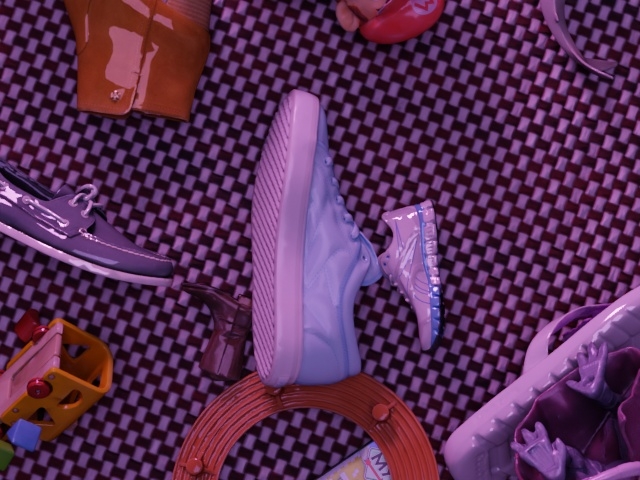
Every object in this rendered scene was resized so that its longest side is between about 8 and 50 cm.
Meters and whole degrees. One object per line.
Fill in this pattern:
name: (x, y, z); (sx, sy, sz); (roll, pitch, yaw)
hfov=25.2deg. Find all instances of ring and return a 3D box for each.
ring: (-0.022, 0.309, 1.742); (0.337, 0.032, 0.336); (-2, 73, 8)

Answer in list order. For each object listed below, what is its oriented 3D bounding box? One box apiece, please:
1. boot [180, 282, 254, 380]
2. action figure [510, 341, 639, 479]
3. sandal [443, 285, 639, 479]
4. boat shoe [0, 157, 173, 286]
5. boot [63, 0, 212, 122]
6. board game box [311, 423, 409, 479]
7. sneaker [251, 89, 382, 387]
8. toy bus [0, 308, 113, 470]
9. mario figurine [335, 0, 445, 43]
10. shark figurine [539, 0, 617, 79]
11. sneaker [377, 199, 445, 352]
boot: (-0.139, 0.116, 1.799); (0.106, 0.037, 0.114); (17, 91, 3)
action figure: (0.389, 0.304, 1.670); (0.248, 0.275, 0.370); (-33, 115, 5)
sandal: (0.314, 0.144, 1.762); (0.416, 0.169, 0.102); (-34, 47, -2)
boat shoe: (-0.320, -0.031, 1.766); (0.320, 0.116, 0.099); (21, 90, 6)
boot: (-0.284, -0.265, 1.785); (0.295, 0.104, 0.211); (14, 86, -4)
board game box: (0.097, 0.416, 1.776); (0.214, 0.046, 0.317); (-34, 87, -2)
sneaker: (0.000, 0.000, 1.775); (0.150, 0.135, 0.365); (4, 87, -21)
toy bus: (-0.340, 0.193, 1.753); (0.104, 0.202, 0.191); (32, 78, -29)
mario figurine: (0.021, -0.372, 1.757); (0.320, 0.170, 0.198); (40, 121, 9)
shark figurine: (0.314, -0.341, 1.793); (0.166, 0.116, 0.278); (10, 85, 1)
sneaker: (0.112, 0.048, 1.794); (0.083, 0.071, 0.190); (-6, 78, 5)
